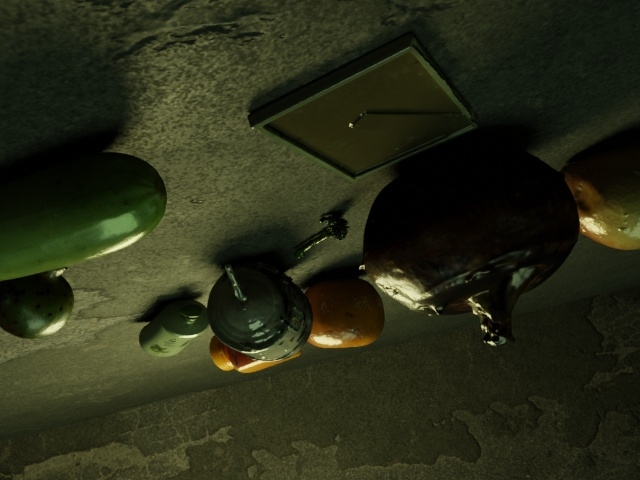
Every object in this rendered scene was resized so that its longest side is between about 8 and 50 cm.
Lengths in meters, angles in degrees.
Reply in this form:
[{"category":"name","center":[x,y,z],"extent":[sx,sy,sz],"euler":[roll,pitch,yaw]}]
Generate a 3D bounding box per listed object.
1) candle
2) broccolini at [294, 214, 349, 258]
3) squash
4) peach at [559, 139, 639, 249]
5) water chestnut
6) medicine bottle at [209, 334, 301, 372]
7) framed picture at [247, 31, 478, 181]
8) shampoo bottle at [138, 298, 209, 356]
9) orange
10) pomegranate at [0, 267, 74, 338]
[{"category":"candle","center":[-0.126,0.135,1.369],"extent":[0.187,0.188,0.330],"euler":[-17,163,5]},{"category":"broccolini","center":[0.006,-0.003,1.280],"extent":[0.052,0.054,0.194],"euler":[-28,173,-29]},{"category":"squash","center":[-0.349,-0.014,0.807],"extent":[0.370,0.118,0.118],"euler":[-16,164,14]},{"category":"peach","center":[0.542,-0.088,1.254],"extent":[0.232,0.233,0.232],"euler":[-14,164,-4]},{"category":"water chestnut","center":[0.238,0.023,1.103],"extent":[0.350,0.302,0.350],"euler":[-18,162,-6]},{"category":"medicine bottle","center":[-0.171,0.252,1.760],"extent":[0.222,0.149,0.112],"euler":[-25,160,33]},{"category":"framed picture","center":[0.071,-0.151,0.884],"extent":[0.211,0.020,0.289],"euler":[-22,162,22]},{"category":"shampoo bottle","center":[-0.315,0.188,1.535],"extent":[0.118,0.087,0.234],"euler":[-1,158,-31]},{"category":"orange","center":[0.045,0.170,1.652],"extent":[0.224,0.170,0.224],"euler":[0,172,0]},{"category":"pomegranate","center":[-0.441,0.086,1.064],"extent":[0.130,0.130,0.130],"euler":[-14,164,-4]}]
